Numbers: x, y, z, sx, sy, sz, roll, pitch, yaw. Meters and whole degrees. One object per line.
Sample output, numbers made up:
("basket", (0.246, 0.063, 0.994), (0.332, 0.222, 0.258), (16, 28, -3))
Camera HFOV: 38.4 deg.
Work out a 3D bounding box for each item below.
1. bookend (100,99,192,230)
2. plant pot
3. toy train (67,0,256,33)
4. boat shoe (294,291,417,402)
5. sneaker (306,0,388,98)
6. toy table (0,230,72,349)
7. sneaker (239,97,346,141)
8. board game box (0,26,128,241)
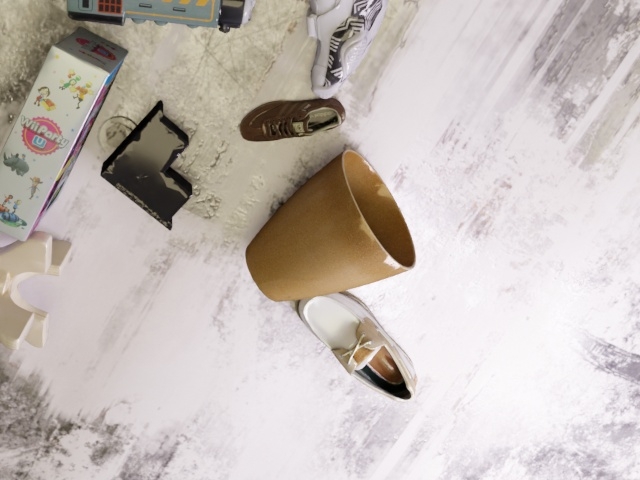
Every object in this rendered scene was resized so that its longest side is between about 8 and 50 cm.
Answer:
("bookend", (-0.272, -0.131, 1.602), (0.156, 0.072, 0.157), (40, 101, -21))
("plant pot", (0.000, 0.000, 1.629), (0.254, 0.237, 0.237), (-28, 114, 19))
("toy train", (-0.256, -0.432, 1.456), (0.333, 0.142, 0.190), (3, 124, -11))
("boat shoe", (0.079, 0.199, 1.768), (0.302, 0.103, 0.113), (39, 102, -20))
("sneaker", (0.006, -0.417, 1.488), (0.210, 0.137, 0.366), (29, 131, 5))
("toy table", (-0.541, 0.069, 1.564), (0.160, 0.252, 0.274), (14, 141, -1))
("sneaker", (-0.048, -0.210, 1.601), (0.188, 0.071, 0.066), (-15, 113, -2))
("board game box", (-0.428, -0.176, 1.478), (0.097, 0.224, 0.303), (26, 107, -12))
